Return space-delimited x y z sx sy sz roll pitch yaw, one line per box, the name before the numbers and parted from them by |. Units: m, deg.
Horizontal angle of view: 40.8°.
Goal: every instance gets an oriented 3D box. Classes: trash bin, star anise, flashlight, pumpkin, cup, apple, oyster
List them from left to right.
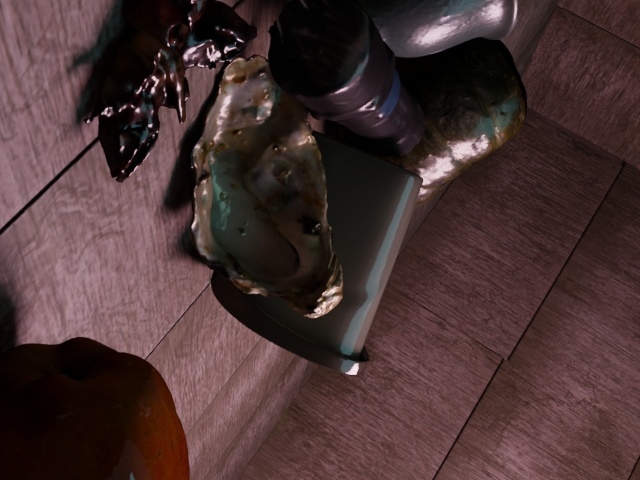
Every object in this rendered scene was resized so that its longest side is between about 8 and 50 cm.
apple | -0.216 0.195 0.714 0.234 0.234 0.234 -54 169 -16
star anise | -0.110 -0.142 0.655 0.212 0.054 0.157 -63 167 17
oyster | -0.053 -0.055 0.900 0.094 0.166 0.294 -100 -169 -63
trash bin | 0.000 0.000 1.084 0.220 0.219 0.250 -123 -124 -77
flashlight | 0.048 -0.161 0.931 0.103 0.103 0.424 -59 167 6
pumpkin | 0.122 -0.176 1.249 0.232 0.242 0.325 -28 170 -22
cup | 0.099 -0.277 0.949 0.150 0.199 0.199 -32 164 -8
